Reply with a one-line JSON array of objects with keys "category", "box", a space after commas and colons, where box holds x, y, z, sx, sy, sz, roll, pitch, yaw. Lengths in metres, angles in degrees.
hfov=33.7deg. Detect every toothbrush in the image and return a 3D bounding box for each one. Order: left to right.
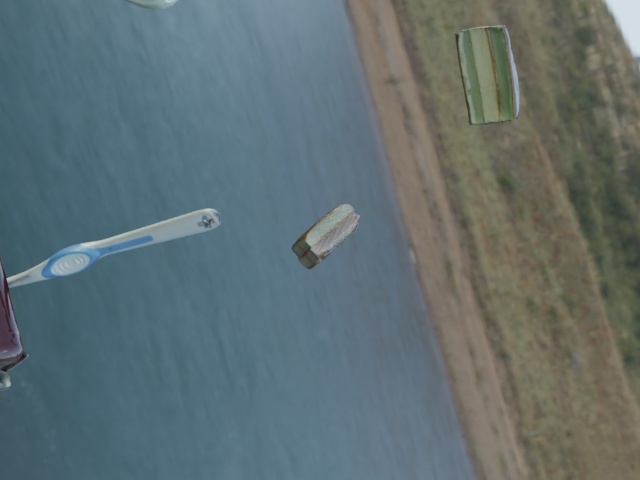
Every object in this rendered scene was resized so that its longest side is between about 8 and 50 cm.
[{"category": "toothbrush", "box": [-0.306, 0.024, 1.338, 0.040, 0.386, 0.040, -15, 90, -77]}]

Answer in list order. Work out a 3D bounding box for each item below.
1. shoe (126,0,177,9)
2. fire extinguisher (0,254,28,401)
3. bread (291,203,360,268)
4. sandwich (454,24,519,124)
[{"category": "shoe", "box": [-0.386, -0.546, 1.810, 0.363, 0.132, 0.160, 35, -17, 0]}, {"category": "fire extinguisher", "box": [-0.375, 0.066, 1.114, 0.105, 0.105, 0.269, 45, 24, -71]}, {"category": "bread", "box": [0.000, 0.000, 1.355, 0.043, 0.109, 0.062, 49, 26, 0]}, {"category": "sandwich", "box": [0.246, -0.269, 1.569, 0.113, 0.079, 0.163, -79, 158, -49]}]
